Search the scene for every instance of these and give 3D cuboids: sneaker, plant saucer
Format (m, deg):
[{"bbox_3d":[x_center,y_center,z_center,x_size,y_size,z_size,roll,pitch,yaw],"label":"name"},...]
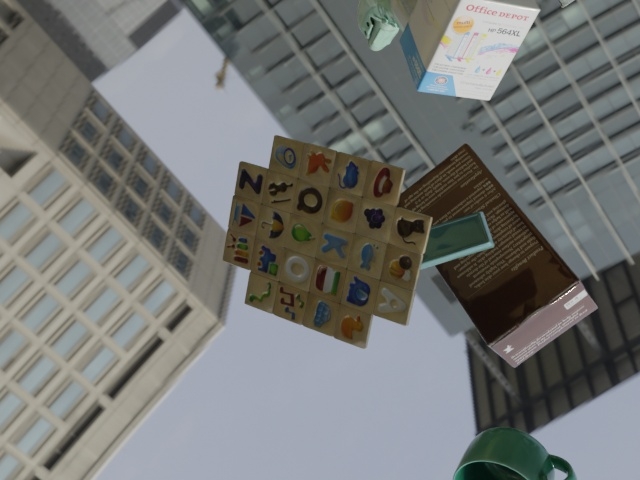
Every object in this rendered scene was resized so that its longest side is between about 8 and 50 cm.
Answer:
[{"bbox_3d":[0.127,-0.333,1.336,0.094,0.151,0.256,-5,-133,-16],"label":"sneaker"},{"bbox_3d":[0.182,0.007,1.434,0.192,0.018,0.067,-17,-110,5],"label":"plant saucer"}]

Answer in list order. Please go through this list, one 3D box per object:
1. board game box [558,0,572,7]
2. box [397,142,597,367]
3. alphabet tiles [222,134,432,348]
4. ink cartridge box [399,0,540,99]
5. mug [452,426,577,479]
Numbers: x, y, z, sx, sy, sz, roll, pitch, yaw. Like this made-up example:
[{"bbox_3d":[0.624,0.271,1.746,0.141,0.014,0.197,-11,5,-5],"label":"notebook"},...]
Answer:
[{"bbox_3d":[0.305,-0.457,1.098,0.144,0.275,0.142,-31,-175,36],"label":"board game box"},{"bbox_3d":[0.313,0.020,1.622,0.191,0.143,0.381,-38,-130,11],"label":"box"},{"bbox_3d":[0.000,0.000,1.360,0.342,0.285,0.011,18,-164,27],"label":"alphabet tiles"},{"bbox_3d":[0.158,-0.235,0.931,0.143,0.092,0.090,114,-26,-47],"label":"ink cartridge box"},{"bbox_3d":[0.276,0.333,1.238,0.158,0.129,0.097,20,-144,19],"label":"mug"}]
